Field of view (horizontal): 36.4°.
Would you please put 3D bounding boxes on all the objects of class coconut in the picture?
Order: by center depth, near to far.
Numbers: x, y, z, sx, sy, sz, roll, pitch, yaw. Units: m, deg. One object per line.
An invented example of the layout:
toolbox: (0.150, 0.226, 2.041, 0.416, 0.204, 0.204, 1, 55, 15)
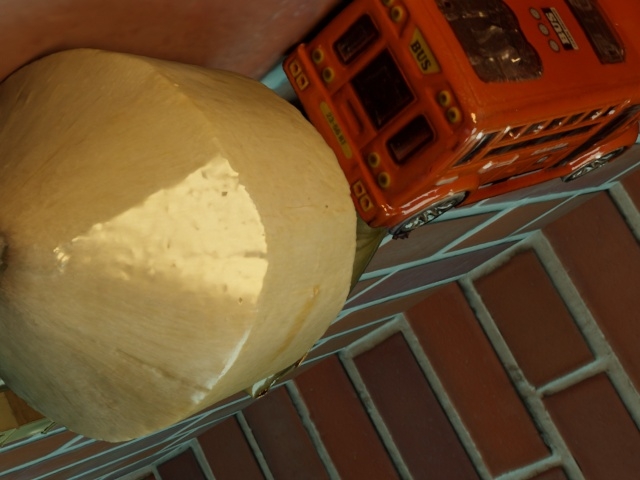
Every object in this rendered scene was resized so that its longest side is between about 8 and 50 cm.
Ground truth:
coconut: (-0.097, 0.000, 0.519, 0.202, 0.202, 0.222, -35, 168, 31)

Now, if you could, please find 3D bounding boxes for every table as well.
table: (-0.330, 0.173, 1.031, 0.083, 0.079, 0.062, -13, 159, -48)

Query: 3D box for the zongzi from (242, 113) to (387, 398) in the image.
zongzi: (0.000, 0.000, 0.853, 0.228, 0.115, 0.256, -67, 165, 18)

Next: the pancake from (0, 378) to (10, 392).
pancake: (-0.249, 0.072, 0.872, 0.222, 0.042, 0.236, -10, 156, -45)

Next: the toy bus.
toy bus: (0.141, -0.116, 0.705, 0.329, 0.143, 0.153, -15, 163, -44)
